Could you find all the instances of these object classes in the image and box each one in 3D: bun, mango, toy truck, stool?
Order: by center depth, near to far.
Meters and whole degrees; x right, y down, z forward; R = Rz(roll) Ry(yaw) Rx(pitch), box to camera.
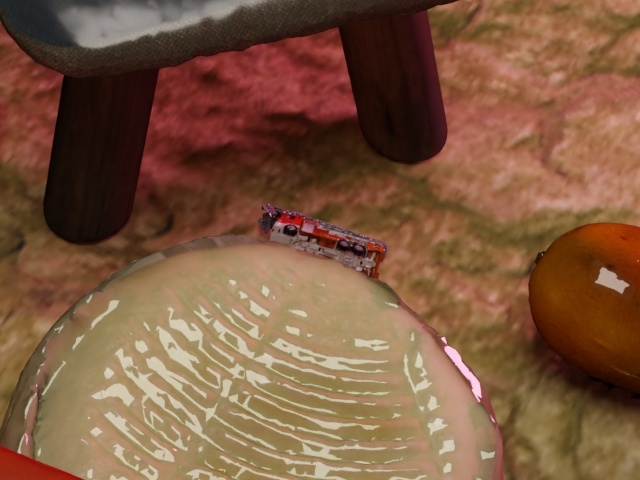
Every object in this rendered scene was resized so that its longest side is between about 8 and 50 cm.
[{"bbox_3d":[-0.043,0.130,0.856,0.259,0.152,0.259,4,56,-6],"label":"bun"},{"bbox_3d":[0.197,0.050,0.980,0.159,0.084,0.105,35,41,-6],"label":"mango"},{"bbox_3d":[0.000,0.000,1.027,0.083,0.024,0.032,16,33,3],"label":"toy truck"},{"bbox_3d":[-0.069,-0.184,1.029,0.310,0.226,0.310,-15,57,-14],"label":"stool"}]

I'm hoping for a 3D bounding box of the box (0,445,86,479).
[{"bbox_3d":[-0.158,0.258,0.656,0.349,0.318,0.257,21,58,8],"label":"box"}]
